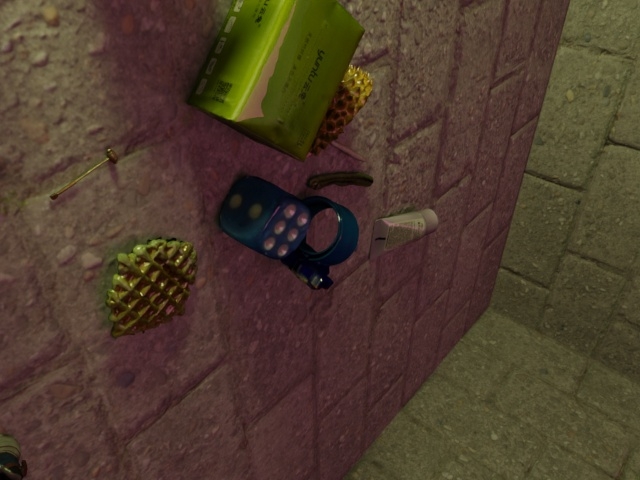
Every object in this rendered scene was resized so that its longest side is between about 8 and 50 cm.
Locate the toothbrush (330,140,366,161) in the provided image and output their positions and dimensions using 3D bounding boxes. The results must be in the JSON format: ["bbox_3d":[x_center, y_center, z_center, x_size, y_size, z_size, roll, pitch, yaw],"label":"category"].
[{"bbox_3d":[0.043,-0.239,1.354,0.307,0.025,0.030,15,110,-58],"label":"toothbrush"}]

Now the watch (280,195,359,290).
[{"bbox_3d":[-0.003,-0.003,1.314,0.200,0.196,0.171,-58,159,6],"label":"watch"}]

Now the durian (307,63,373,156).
[{"bbox_3d":[-0.005,-0.306,1.148,0.186,0.153,0.261,27,73,-28],"label":"durian"}]

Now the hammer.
[{"bbox_3d":[-0.378,-0.104,0.852,0.123,0.014,0.029,-43,136,-24],"label":"hammer"}]

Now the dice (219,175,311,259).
[{"bbox_3d":[-0.120,-0.050,1.149,0.146,0.146,0.143,29,92,-55],"label":"dice"}]

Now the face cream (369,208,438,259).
[{"bbox_3d":[0.277,-0.034,1.812,0.273,0.096,0.154,-18,131,-33],"label":"face cream"}]

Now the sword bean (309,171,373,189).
[{"bbox_3d":[0.059,-0.160,1.429,0.269,0.038,0.043,-12,98,-52],"label":"sword bean"}]

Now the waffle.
[{"bbox_3d":[-0.324,0.091,1.039,0.214,0.054,0.208,-20,127,-56],"label":"waffle"}]

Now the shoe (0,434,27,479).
[{"bbox_3d":[-0.577,0.413,0.850,0.227,0.125,0.099,-22,134,-49],"label":"shoe"}]

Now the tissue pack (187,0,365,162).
[{"bbox_3d":[-0.077,-0.317,0.968,0.200,0.167,0.275,22,96,-51],"label":"tissue pack"}]
